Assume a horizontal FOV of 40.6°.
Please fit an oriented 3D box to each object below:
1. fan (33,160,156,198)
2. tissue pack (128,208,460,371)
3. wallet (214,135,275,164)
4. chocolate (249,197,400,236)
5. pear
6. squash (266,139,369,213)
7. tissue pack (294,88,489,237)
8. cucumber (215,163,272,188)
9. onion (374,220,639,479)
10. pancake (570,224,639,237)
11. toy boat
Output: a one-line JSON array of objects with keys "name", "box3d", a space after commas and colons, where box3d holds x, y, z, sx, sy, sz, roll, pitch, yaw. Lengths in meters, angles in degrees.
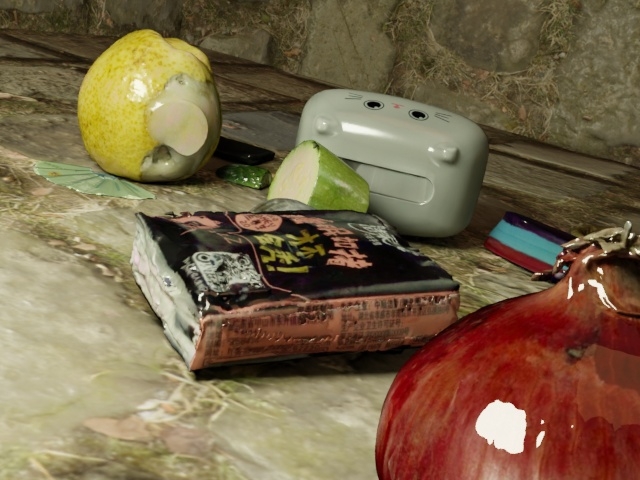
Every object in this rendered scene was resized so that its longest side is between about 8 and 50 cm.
[{"name": "fan", "box3d": [-0.385, -0.101, 1.442, 0.240, 0.009, 0.131, 18, 20, 18]}, {"name": "tissue pack", "box3d": [-0.032, 0.053, 0.992, 0.332, 0.123, 0.245, -2, 27, -29]}, {"name": "wallet", "box3d": [-0.244, -0.215, 1.877, 0.285, 0.030, 0.146, 18, 15, 17]}, {"name": "chocolate", "box3d": [0.000, 0.000, 1.204, 0.248, 0.110, 0.110, 7, 17, -28]}, {"name": "pear", "box3d": [-0.295, -0.234, 1.524, 0.271, 0.271, 0.271, 11, 17, -3]}, {"name": "squash", "box3d": [-0.002, -0.062, 1.326, 0.122, 0.170, 0.170, 19, 14, -18]}, {"name": "tissue pack", "box3d": [0.116, -0.133, 1.498, 0.332, 0.230, 0.236, 14, 16, 10]}, {"name": "cucumber", "box3d": [-0.148, -0.129, 1.648, 0.107, 0.035, 0.067, 15, 18, 18]}, {"name": "onion", "box3d": [0.212, 0.120, 0.657, 0.347, 0.286, 0.347, 2, 11, 0]}, {"name": "pancake", "box3d": [0.603, 0.010, 1.718, 0.211, 0.029, 0.235, 11, 15, 2]}, {"name": "toy boat", "box3d": [0.435, 0.049, 1.413, 0.136, 0.080, 0.392, -4, 25, -46]}]
